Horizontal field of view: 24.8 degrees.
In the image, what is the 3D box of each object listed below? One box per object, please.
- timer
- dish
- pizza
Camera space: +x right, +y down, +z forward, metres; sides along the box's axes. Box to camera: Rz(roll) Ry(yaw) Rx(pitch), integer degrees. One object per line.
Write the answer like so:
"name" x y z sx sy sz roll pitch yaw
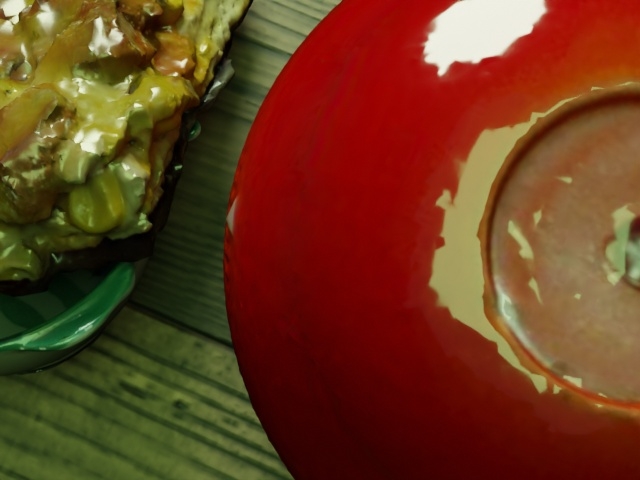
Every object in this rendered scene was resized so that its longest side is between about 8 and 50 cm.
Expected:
"timer" 0.136 0.014 0.785 0.378 0.279 0.378 0 83 -3
"dish" -0.175 0.010 0.902 0.246 0.078 0.224 -40 47 -23
"pizza" -0.196 -0.072 0.864 0.409 0.114 0.278 -32 39 -12
